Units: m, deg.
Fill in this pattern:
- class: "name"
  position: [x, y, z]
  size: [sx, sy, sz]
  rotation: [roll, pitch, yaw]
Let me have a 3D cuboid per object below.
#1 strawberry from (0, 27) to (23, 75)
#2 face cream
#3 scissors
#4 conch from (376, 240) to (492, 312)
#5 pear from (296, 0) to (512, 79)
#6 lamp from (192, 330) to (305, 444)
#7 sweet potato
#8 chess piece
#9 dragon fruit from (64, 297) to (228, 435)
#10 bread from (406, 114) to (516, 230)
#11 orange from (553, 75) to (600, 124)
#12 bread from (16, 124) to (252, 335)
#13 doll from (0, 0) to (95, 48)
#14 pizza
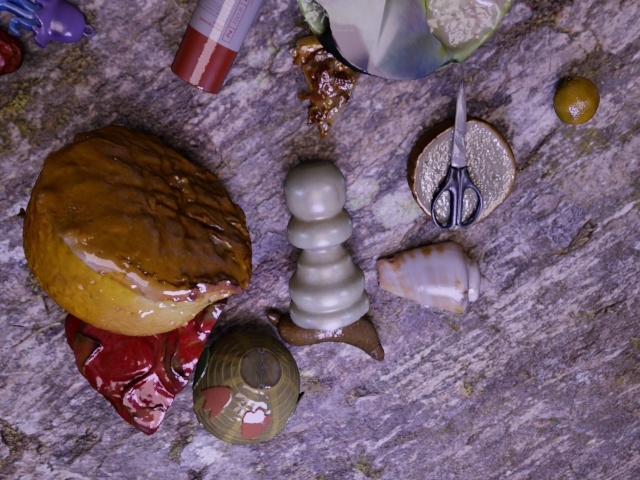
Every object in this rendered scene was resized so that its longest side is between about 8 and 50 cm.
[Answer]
- class: "strawberry"
  position: [-0.620, -0.317, 0.789]
  size: [0.244, 0.205, 0.205]
  rotation: [2, 117, -33]
- class: "face cream"
  position: [-0.174, -0.372, 0.851]
  size: [0.095, 0.096, 0.214]
  rotation: [26, 110, -17]
- class: "scissors"
  position: [0.271, -0.160, 0.968]
  size: [0.109, 0.022, 0.300]
  rotation: [-7, 113, -4]
- class: "conch"
  position: [0.260, 0.094, 1.102]
  size: [0.254, 0.127, 0.158]
  rotation: [-6, 116, -3]
- class: "pear"
  position: [0.123, -0.473, 0.798]
  size: [0.398, 0.165, 0.399]
  rotation: [-3, 116, -5]
- class: "lamp"
  position: [-0.177, 0.336, 1.120]
  size: [0.250, 0.250, 0.284]
  rotation: [19, 143, -15]
- class: "sweet potato"
  position: [0.027, 0.205, 1.148]
  size: [0.309, 0.098, 0.124]
  rotation: [13, 135, -14]
- class: "chess piece"
  position: [0.000, 0.000, 1.012]
  size: [0.182, 0.182, 0.331]
  rotation: [-9, 110, -2]
- class: "dragon fruit"
  position: [-0.363, 0.194, 1.027]
  size: [0.329, 0.228, 0.286]
  rotation: [-40, 111, 14]
- class: "bread"
  position: [0.292, -0.140, 1.028]
  size: [0.235, 0.070, 0.236]
  rotation: [-2, 115, -4]
- class: "orange"
  position: [0.506, -0.279, 0.978]
  size: [0.085, 0.085, 0.095]
  rotation: [-29, 109, 8]
- class: "bread"
  position: [-0.305, -0.015, 0.871]
  size: [0.398, 0.398, 0.215]
  rotation: [40, 117, -21]
- class: "doll"
  position: [-0.484, -0.386, 0.815]
  size: [0.205, 0.067, 0.110]
  rotation: [16, 86, -27]
- class: "pizza"
  position: [0.015, -0.286, 0.927]
  size: [0.154, 0.069, 0.194]
  rotation: [1, 114, -8]
